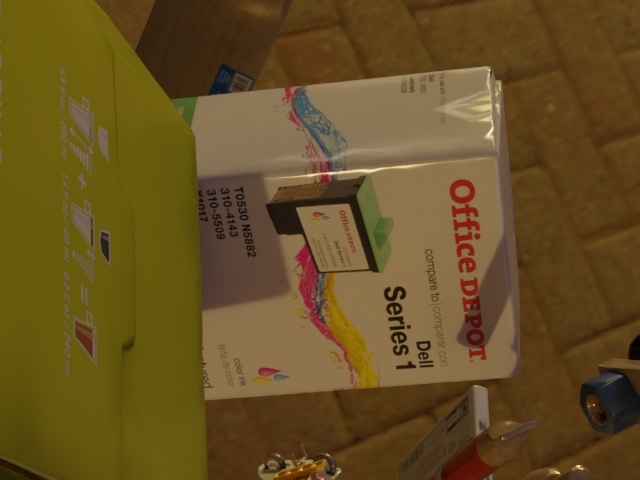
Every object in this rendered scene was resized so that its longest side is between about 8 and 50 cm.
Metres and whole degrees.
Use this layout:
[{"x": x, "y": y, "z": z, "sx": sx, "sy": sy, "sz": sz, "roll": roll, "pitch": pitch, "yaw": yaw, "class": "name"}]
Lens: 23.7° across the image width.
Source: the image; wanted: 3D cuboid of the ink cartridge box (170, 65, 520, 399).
[{"x": 0.000, "y": 0.000, "z": 1.095, "sx": 0.117, "sy": 0.278, "sz": 0.201, "roll": -85, "pitch": 167, "yaw": -54, "class": "ink cartridge box"}]

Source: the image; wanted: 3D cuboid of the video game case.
[{"x": 0.113, "y": 0.231, "z": 1.394, "sx": 0.019, "sy": 0.157, "sz": 0.143, "roll": 16, "pitch": 49, "yaw": -18, "class": "video game case"}]

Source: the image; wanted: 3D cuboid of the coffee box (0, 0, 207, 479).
[{"x": -0.269, "y": 0.033, "z": 0.809, "sx": 0.338, "sy": 0.334, "sz": 0.337, "roll": 57, "pitch": 25, "yaw": -59, "class": "coffee box"}]

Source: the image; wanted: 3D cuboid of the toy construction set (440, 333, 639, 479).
[{"x": 0.247, "y": 0.133, "z": 0.886, "sx": 0.309, "sy": 0.237, "sz": 0.257, "roll": 2, "pitch": 70, "yaw": -9, "class": "toy construction set"}]

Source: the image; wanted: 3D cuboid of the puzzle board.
[{"x": -0.088, "y": -0.155, "z": 1.178, "sx": 0.096, "sy": 0.128, "sz": 0.011, "roll": 25, "pitch": 25, "yaw": -2, "class": "puzzle board"}]

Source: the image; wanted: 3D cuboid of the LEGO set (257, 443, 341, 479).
[{"x": -0.058, "y": 0.273, "z": 1.184, "sx": 0.287, "sy": 0.132, "sz": 0.107, "roll": -37, "pitch": 108, "yaw": -45, "class": "LEGO set"}]
